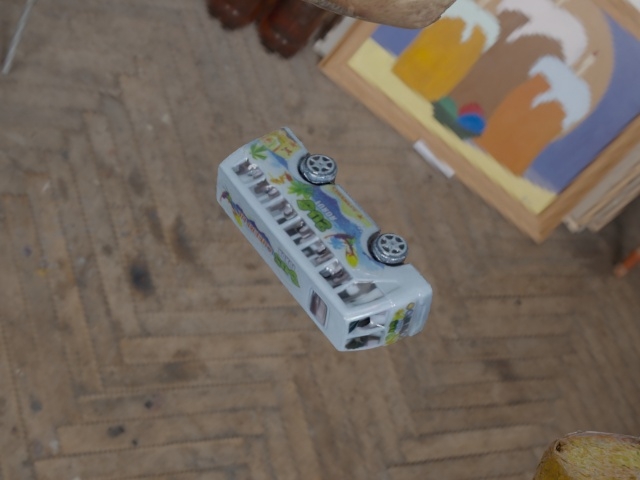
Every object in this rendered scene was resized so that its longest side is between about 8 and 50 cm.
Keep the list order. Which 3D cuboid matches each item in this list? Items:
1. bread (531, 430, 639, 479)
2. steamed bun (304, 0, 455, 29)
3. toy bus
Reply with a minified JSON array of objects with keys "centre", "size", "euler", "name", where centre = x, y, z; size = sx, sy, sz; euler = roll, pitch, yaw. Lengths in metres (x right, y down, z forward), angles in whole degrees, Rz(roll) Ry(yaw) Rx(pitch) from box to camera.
[{"centre":[0.429,0.410,1.594],"size":[0.398,0.215,0.398],"euler":[15,15,-4],"name":"bread"},{"centre":[0.070,-0.388,1.261],"size":[0.251,0.301,0.199],"euler":[5,37,-46],"name":"steamed bun"},{"centre":[0.000,0.000,1.553],"size":[0.136,0.109,0.330],"euler":[-24,56,-28],"name":"toy bus"}]
